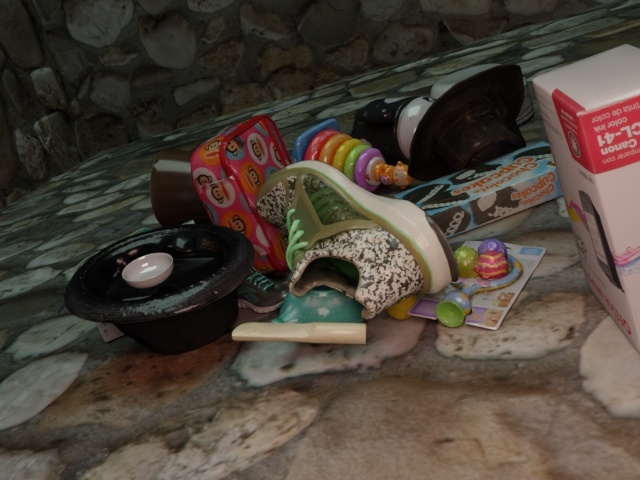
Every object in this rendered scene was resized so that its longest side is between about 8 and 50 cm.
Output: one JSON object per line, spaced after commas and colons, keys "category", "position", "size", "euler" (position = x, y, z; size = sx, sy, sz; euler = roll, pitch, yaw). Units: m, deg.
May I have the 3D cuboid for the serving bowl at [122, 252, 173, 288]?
{"category": "serving bowl", "position": [-0.272, 0.053, 1.192], "size": [0.083, 0.027, 0.083], "euler": [-11, 28, 6]}

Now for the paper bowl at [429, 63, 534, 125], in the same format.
{"category": "paper bowl", "position": [0.399, -0.362, 1.943], "size": [0.284, 0.148, 0.284], "euler": [-16, 20, 6]}

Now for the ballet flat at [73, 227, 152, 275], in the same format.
{"category": "ballet flat", "position": [-0.498, 0.053, 1.818], "size": [0.086, 0.086, 0.248], "euler": [1, 26, 46]}

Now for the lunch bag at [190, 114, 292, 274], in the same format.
{"category": "lunch bag", "position": [-0.119, -0.095, 1.501], "size": [0.120, 0.293, 0.258], "euler": [-15, 20, 29]}

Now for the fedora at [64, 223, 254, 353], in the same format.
{"category": "fedora", "position": [-0.263, 0.099, 1.296], "size": [0.334, 0.153, 0.334], "euler": [-11, 28, 6]}

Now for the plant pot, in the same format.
{"category": "plant pot", "position": [-0.296, -0.136, 1.968], "size": [0.230, 0.215, 0.215], "euler": [1, 24, 14]}

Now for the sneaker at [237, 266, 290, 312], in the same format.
{"category": "sneaker", "position": [-0.117, 0.083, 1.337], "size": [0.166, 0.076, 0.065], "euler": [0, 28, 45]}

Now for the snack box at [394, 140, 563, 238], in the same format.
{"category": "snack box", "position": [0.317, -0.096, 1.421], "size": [0.322, 0.060, 0.187], "euler": [-20, 19, -2]}

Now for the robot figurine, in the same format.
{"category": "robot figurine", "position": [0.199, -0.268, 1.830], "size": [0.209, 0.174, 0.278], "euler": [-31, 24, -33]}

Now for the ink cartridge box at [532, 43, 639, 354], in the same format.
{"category": "ink cartridge box", "position": [0.368, -0.053, 0.877], "size": [0.131, 0.306, 0.226], "euler": [-18, 19, 8]}

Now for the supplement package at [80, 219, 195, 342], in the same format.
{"category": "supplement package", "position": [-0.336, 0.076, 1.483], "size": [0.244, 0.134, 0.139], "euler": [-22, 20, -8]}

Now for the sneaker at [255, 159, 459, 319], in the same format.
{"category": "sneaker", "position": [0.000, 0.000, 1.113], "size": [0.182, 0.158, 0.410], "euler": [-35, 34, -26]}

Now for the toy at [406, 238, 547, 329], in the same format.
{"category": "toy", "position": [0.236, 0.042, 1.113], "size": [0.137, 0.056, 0.237], "euler": [7, 33, 32]}

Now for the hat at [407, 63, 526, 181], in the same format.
{"category": "hat", "position": [0.341, -0.211, 1.552], "size": [0.331, 0.331, 0.134], "euler": [-28, 60, -23]}

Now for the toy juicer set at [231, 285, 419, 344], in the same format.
{"category": "toy juicer set", "position": [0.037, 0.109, 1.131], "size": [0.209, 0.089, 0.329], "euler": [10, 27, 23]}

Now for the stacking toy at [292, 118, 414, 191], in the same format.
{"category": "stacking toy", "position": [0.094, -0.169, 1.758], "size": [0.301, 0.175, 0.165], "euler": [17, 39, 39]}
